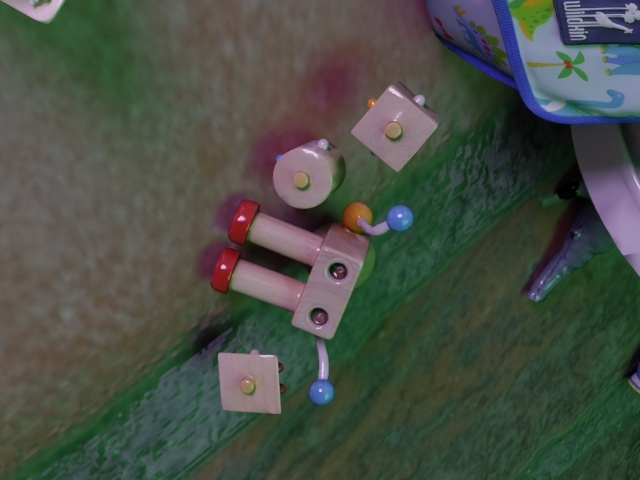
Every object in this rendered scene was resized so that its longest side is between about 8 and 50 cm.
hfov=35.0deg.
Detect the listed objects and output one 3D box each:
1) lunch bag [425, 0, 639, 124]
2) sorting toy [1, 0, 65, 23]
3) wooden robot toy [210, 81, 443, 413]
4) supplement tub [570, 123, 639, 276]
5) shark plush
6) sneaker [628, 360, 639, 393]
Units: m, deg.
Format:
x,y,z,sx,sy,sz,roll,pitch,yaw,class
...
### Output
x,y,z,sx,sy,sz,roll,pitch,yaw,class
0.101,-0.118,0.403,0.096,0.151,0.129,-44,141,-10,lunch bag
-0.101,-0.120,0.297,0.083,0.045,0.075,33,87,-51,sorting toy
0.000,0.000,0.486,0.173,0.076,0.079,-67,174,18,wooden robot toy
0.300,-0.097,0.446,0.241,0.241,0.331,-12,164,-38,supplement tub
0.178,-0.033,0.647,0.067,0.073,0.161,17,129,-29,shark plush
0.326,0.099,0.868,0.144,0.053,0.059,-11,124,-40,sneaker
